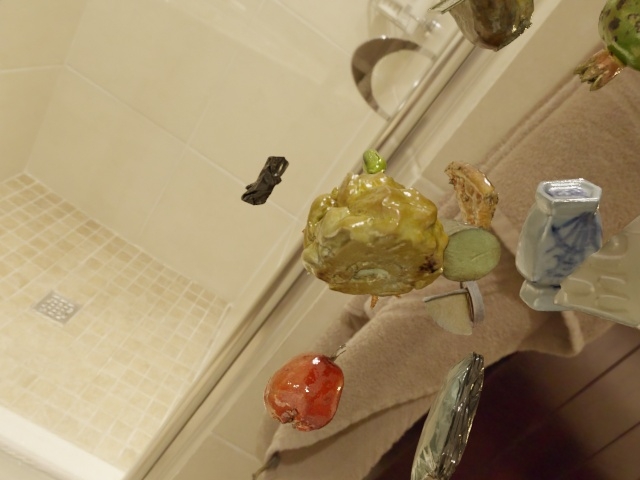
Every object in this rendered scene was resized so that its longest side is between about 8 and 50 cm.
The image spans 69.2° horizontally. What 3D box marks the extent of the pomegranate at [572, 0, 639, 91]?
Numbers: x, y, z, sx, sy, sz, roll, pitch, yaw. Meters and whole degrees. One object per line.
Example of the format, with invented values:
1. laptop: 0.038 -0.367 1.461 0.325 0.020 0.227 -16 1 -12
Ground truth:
1. pomegranate: 0.501 -0.326 0.725 0.159 0.205 0.159 22 43 -23

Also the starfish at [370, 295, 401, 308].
1. starfish: 0.198 0.090 1.598 0.084 0.302 0.293 45 58 -39

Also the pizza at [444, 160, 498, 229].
1. pizza: 0.675 -0.228 2.134 0.434 0.080 0.391 75 -4 -58

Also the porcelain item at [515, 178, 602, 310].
1. porcelain item: 0.731 0.020 1.427 0.243 0.404 0.178 -2 32 10

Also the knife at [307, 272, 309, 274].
1. knife: -0.039 0.116 1.681 0.005 0.014 0.091 25 -15 -4

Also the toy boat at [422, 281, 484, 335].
1. toy boat: 0.647 0.321 2.195 0.275 0.294 0.111 62 -12 -6

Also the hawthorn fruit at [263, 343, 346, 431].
1. hawthorn fruit: -0.023 0.411 1.355 0.211 0.211 0.299 39 63 4

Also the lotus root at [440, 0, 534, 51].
1. lotus root: 0.512 -0.711 1.460 0.260 0.149 0.267 52 -10 -24

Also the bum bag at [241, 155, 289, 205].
1. bum bag: -0.219 -0.239 1.883 0.123 0.248 0.060 8 43 -46

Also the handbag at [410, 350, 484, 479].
1. handbag: 0.290 0.402 1.052 0.075 0.191 0.332 26 48 10

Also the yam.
1. yam: 0.365 0.019 1.288 0.168 0.168 0.304 34 5 -8

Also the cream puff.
1. cream puff: 0.117 -0.032 1.039 0.291 0.324 0.257 11 55 -19

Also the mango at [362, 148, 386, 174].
1. mango: 0.208 -0.298 1.804 0.165 0.091 0.074 -91 168 -49

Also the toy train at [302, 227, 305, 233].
1. toy train: 0.000 0.000 2.236 0.176 0.074 0.118 39 -2 26

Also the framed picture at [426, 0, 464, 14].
1. framed picture: 0.342 -0.583 1.087 0.010 0.173 0.231 56 17 -21

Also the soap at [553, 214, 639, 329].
1. soap: 0.672 0.044 1.014 0.159 0.301 0.258 10 3 -17
